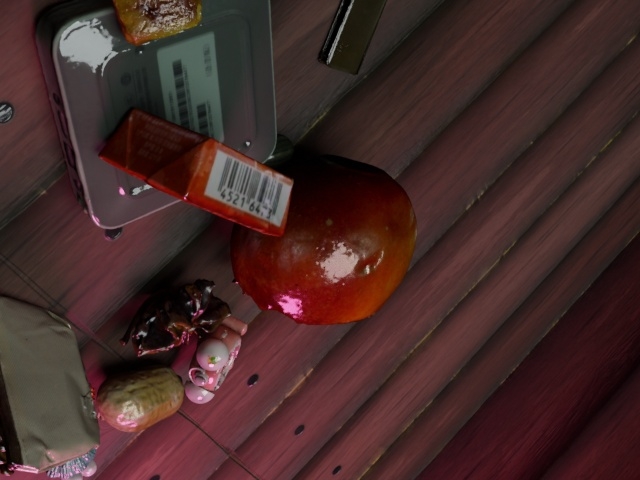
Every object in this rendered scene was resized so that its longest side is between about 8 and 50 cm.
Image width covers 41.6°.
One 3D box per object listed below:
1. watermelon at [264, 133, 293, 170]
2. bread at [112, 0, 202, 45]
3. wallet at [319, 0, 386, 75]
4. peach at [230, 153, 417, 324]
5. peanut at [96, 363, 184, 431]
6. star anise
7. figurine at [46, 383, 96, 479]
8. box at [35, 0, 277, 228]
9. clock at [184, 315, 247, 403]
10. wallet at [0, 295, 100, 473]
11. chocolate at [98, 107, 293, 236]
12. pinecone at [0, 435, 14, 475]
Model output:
[{"bbox_3d":[-0.100,-0.174,1.685,0.110,0.078,0.078,-22,133,-36],"label":"watermelon"},{"bbox_3d":[-0.270,-0.426,1.219,0.139,0.077,0.271,-24,107,-25],"label":"bread"},{"bbox_3d":[0.073,-0.437,1.698,0.110,0.031,0.198,5,114,-48],"label":"wallet"},{"bbox_3d":[0.014,-0.016,1.716,0.405,0.335,0.310,-6,120,-39],"label":"peach"},{"bbox_3d":[-0.368,0.326,1.746,0.224,0.129,0.129,-4,121,-54],"label":"peanut"},{"bbox_3d":[-0.285,0.147,1.696,0.190,0.126,0.220,-25,167,8],"label":"star anise"},{"bbox_3d":[-0.502,0.389,1.685,0.138,0.110,0.246,-38,144,-35],"label":"figurine"},{"bbox_3d":[-0.257,-0.247,1.433,0.396,0.111,0.396,-28,137,-27],"label":"box"},{"bbox_3d":[-0.236,0.252,1.810,0.162,0.092,0.166,-64,177,-59],"label":"clock"},{"bbox_3d":[-0.491,0.238,1.446,0.068,0.335,0.275,-30,159,17],"label":"wallet"},{"bbox_3d":[-0.190,-0.110,1.349,0.237,0.234,0.108,21,93,-50],"label":"chocolate"},{"bbox_3d":[-0.568,0.331,1.508,0.195,0.179,0.150,-59,166,-13],"label":"pinecone"}]
